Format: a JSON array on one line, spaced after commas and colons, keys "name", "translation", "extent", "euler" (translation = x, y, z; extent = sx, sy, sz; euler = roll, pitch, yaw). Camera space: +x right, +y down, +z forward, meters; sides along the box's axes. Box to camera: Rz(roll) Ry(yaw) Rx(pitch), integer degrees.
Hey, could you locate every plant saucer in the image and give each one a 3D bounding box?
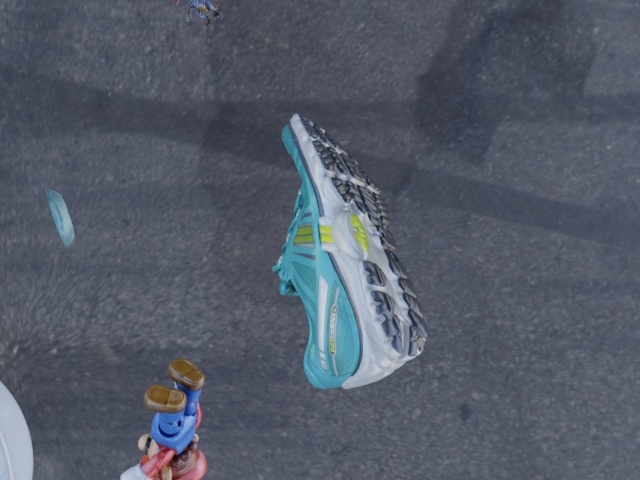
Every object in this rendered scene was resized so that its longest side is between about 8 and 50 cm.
[{"name": "plant saucer", "translation": [-0.497, -0.045, 1.567], "extent": [0.021, 0.119, 0.119], "euler": [-20, 89, -22]}]

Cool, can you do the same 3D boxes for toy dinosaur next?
[{"name": "toy dinosaur", "translation": [-0.210, -0.395, 1.366], "extent": [0.047, 0.090, 0.082], "euler": [-35, 124, 19]}]

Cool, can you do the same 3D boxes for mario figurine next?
[{"name": "mario figurine", "translation": [-0.327, 0.386, 1.663], "extent": [0.198, 0.320, 0.170], "euler": [-12, 42, -28]}]

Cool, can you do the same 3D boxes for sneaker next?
[{"name": "sneaker", "translation": [0.000, 0.000, 0.724], "extent": [0.107, 0.110, 0.275], "euler": [31, 37, -48]}]

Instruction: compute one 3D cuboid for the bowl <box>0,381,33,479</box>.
[{"name": "bowl", "translation": [-0.450, 0.249, 0.960], "extent": [0.298, 0.134, 0.297], "euler": [2, 96, 16]}]
